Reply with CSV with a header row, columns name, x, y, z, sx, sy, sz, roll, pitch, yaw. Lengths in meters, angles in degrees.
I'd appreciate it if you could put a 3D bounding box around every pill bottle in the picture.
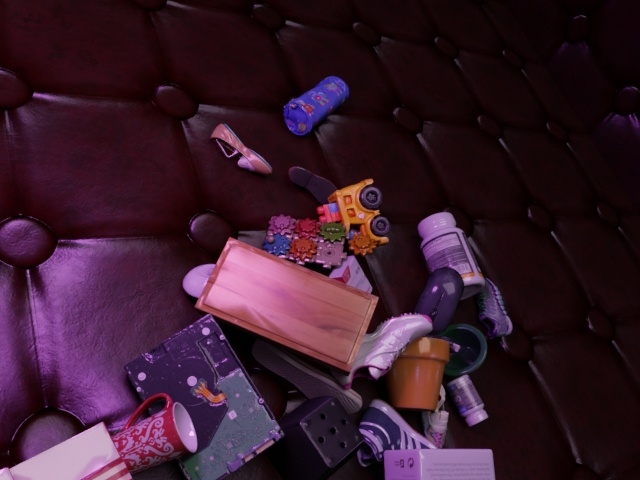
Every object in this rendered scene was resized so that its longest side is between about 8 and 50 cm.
name,x,y,z,sx,sy,sz,roll,pitch,yaw
pill bottle,0.436,0.055,2.034,0.162,0.162,0.278,1,58,-30
pill bottle,0.440,0.480,1.795,0.078,0.078,0.137,-11,65,-36

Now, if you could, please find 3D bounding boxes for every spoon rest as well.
name,x,y,z,sx,sy,sz,roll,pitch,yaw
spoon rest,-0.230,0.122,1.604,0.276,0.084,0.137,5,30,2

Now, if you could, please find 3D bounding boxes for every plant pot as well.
name,x,y,z,sx,sy,sz,roll,pitch,yaw
plant pot,0.262,0.382,1.693,0.205,0.205,0.188,12,69,-24
plant pot,-0.008,0.487,1.460,0.188,0.167,0.187,-26,74,-39

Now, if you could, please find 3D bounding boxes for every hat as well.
name,x,y,z,sx,sy,sz,roll,pitch,yaw
hat,0.462,0.377,1.913,0.208,0.183,0.173,-26,49,4

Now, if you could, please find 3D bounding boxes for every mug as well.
name,x,y,z,sx,sy,sz,roll,pitch,yaw
mug,-0.367,0.427,1.295,0.150,0.169,0.113,-118,-177,-68

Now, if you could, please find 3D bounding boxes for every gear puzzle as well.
name,x,y,z,sx,sy,sz,roll,pitch,yaw
gear puzzle,0.000,0.000,1.796,0.339,0.044,0.175,7,51,4

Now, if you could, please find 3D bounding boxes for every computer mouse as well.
name,x,y,z,sx,sy,sz,roll,pitch,yaw
computer mouse,0.370,0.202,1.852,0.188,0.072,0.272,19,74,10

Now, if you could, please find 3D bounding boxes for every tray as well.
name,x,y,z,sx,sy,sz,roll,pitch,yaw
tray,-0.082,0.163,1.502,0.411,0.076,0.203,22,70,5

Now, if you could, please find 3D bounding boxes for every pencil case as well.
name,x,y,z,sx,sy,sz,roll,pitch,yaw
pencil case,-0.019,-0.494,2.173,0.133,0.119,0.306,37,47,8

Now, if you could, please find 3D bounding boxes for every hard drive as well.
name,x,y,z,sx,sy,sz,roll,pitch,yaw
hard drive,-0.269,0.373,1.391,0.237,0.064,0.339,-32,76,-14

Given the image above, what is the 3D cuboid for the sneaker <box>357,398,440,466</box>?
name,x,y,z,sx,sy,sz,roll,pitch,yaw
sneaker,0.207,0.568,1.580,0.282,0.099,0.153,42,48,3

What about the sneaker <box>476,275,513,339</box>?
name,x,y,z,sx,sy,sz,roll,pitch,yaw
sneaker,0.572,0.227,2.053,0.098,0.083,0.224,-10,65,-30

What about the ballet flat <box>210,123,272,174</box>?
name,x,y,z,sx,sy,sz,roll,pitch,yaw
ballet flat,-0.258,-0.275,1.920,0.232,0.080,0.073,43,75,5

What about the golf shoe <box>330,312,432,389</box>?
name,x,y,z,sx,sy,sz,roll,pitch,yaw
golf shoe,0.162,0.289,1.558,0.306,0.115,0.140,-19,56,-7

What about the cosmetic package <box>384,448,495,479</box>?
name,x,y,z,sx,sy,sz,roll,pitch,yaw
cosmetic package,0.292,0.730,1.411,0.230,0.161,0.453,10,67,-25

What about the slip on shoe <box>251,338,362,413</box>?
name,x,y,z,sx,sy,sz,roll,pitch,yaw
slip on shoe,-0.024,0.343,1.590,0.331,0.123,0.101,34,43,1

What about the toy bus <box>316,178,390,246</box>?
name,x,y,z,sx,sy,sz,roll,pitch,yaw
toy bus,0.098,-0.068,1.931,0.211,0.149,0.220,-16,87,-17

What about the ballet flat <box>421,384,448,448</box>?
name,x,y,z,sx,sy,sz,roll,pitch,yaw
ballet flat,0.332,0.481,1.729,0.077,0.079,0.221,16,52,-24

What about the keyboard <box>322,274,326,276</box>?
name,x,y,z,sx,sy,sz,roll,pitch,yaw
keyboard,-0.096,0.172,1.661,0.201,0.033,0.317,14,31,5

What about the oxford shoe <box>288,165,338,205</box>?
name,x,y,z,sx,sy,sz,roll,pitch,yaw
oxford shoe,-0.015,-0.186,1.998,0.212,0.076,0.076,35,6,-20

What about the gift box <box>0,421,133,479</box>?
name,x,y,z,sx,sy,sz,roll,pitch,yaw
gift box,-0.479,0.527,1.090,0.258,0.255,0.276,-20,67,-41

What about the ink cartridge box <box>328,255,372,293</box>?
name,x,y,z,sx,sy,sz,roll,pitch,yaw
ink cartridge box,0.091,0.129,1.806,0.135,0.056,0.099,60,41,-26
